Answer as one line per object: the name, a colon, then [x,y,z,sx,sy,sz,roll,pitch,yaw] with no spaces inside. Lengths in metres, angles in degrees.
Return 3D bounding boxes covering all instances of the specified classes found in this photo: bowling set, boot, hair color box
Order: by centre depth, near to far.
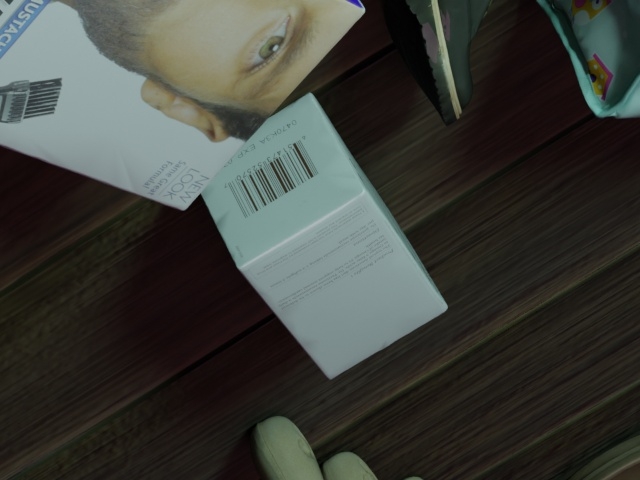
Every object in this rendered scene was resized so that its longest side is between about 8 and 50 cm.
hair color box: [-0.157,-0.152,1.106,0.339,0.110,0.185,19,122,-47]
boot: [0.112,-0.172,1.285,0.137,0.077,0.198,-29,145,-7]
bowling set: [-0.004,0.291,1.692,0.200,0.154,0.287,-43,141,19]

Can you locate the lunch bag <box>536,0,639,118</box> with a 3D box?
lunch bag: [0.299,-0.210,1.284,0.223,0.160,0.262,-3,142,-29]

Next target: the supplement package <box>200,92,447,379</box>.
supplement package: [0.000,0.000,1.387,0.105,0.105,0.179,-31,143,3]

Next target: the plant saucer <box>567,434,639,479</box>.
plant saucer: [0.329,0.272,1.977,0.278,0.041,0.278,-18,143,-14]
